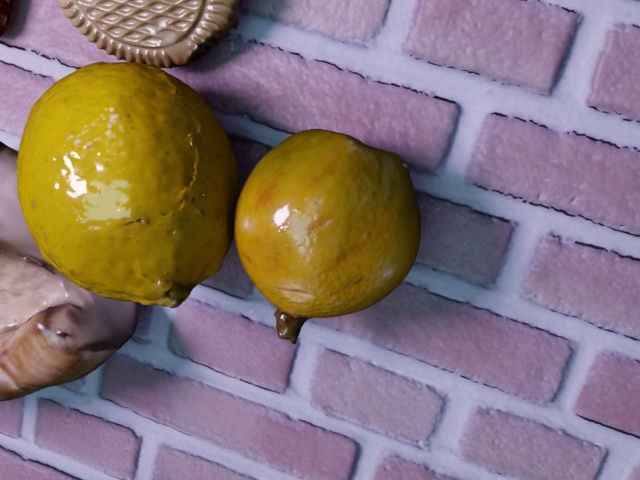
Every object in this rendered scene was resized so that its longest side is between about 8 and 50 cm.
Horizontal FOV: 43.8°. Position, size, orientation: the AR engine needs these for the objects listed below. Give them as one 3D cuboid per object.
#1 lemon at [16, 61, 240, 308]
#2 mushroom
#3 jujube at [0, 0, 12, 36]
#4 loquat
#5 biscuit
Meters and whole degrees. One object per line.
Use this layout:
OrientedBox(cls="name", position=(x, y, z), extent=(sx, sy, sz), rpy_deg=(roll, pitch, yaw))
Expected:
OrientedBox(cls="lemon", position=(-0.217, -0.060, 0.911), extent=(0.254, 0.253, 0.310), rpy_deg=(-29, 66, 22))
OrientedBox(cls="mushroom", position=(-0.472, 0.103, 1.092), extent=(0.314, 0.224, 0.397), rpy_deg=(44, 120, -15))
OrientedBox(cls="jujube", position=(-0.421, -0.318, 1.006), extent=(0.077, 0.077, 0.129), rpy_deg=(20, 122, 10))
OrientedBox(cls="loquat", position=(0.000, 0.000, 0.898), extent=(0.214, 0.213, 0.246), rpy_deg=(23, 99, 9))
OrientedBox(cls="biscuit", position=(-0.200, -0.321, 0.898), extent=(0.259, 0.079, 0.259), rpy_deg=(8, 130, 9))
